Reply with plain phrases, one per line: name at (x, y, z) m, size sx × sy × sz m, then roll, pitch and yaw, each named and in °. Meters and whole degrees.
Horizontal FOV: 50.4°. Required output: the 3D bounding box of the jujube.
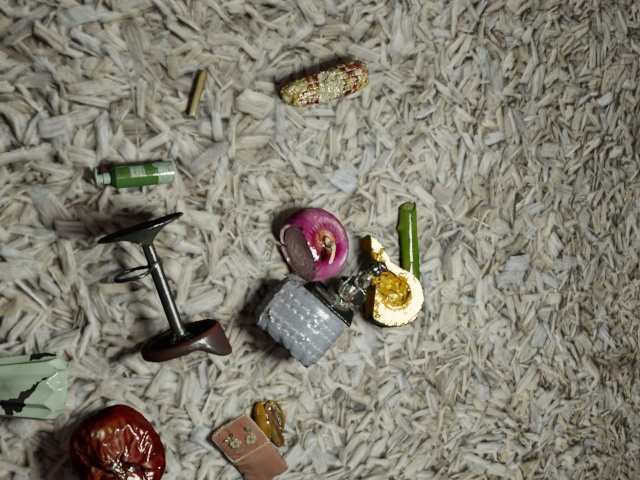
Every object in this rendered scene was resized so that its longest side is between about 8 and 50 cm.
jujube at (-0.508, 0.536, 1.705) m, size 0.213 × 0.213 × 0.232 m, roll -29°, pitch 99°, yaw -24°

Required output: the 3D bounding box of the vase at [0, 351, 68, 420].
vase at (-0.784, 0.340, 1.587) m, size 0.360 × 0.165 × 0.165 m, roll 5°, pitch 88°, yaw -23°

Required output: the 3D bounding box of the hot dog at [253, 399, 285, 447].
hot dog at (-0.144, 0.529, 1.963) m, size 0.090 × 0.060 × 0.140 m, roll -8°, pitch 99°, yaw -22°

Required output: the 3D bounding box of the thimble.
thimble at (-0.064, 0.231, 1.917) m, size 0.172 × 0.205 × 0.236 m, roll -47°, pitch 112°, yaw -12°

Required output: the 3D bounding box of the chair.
chair at (-0.391, 0.147, 1.742) m, size 0.227 × 0.226 × 0.401 m, roll -24°, pitch 102°, yaw -25°

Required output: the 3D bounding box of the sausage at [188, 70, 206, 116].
sausage at (-0.338, -0.405, 1.869) m, size 0.024 × 0.024 × 0.132 m, roll 16°, pitch 84°, yaw -26°

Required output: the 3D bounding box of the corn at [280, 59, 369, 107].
corn at (0.016, -0.461, 2.011) m, size 0.290 × 0.098 × 0.098 m, roll -23°, pitch 101°, yaw -25°

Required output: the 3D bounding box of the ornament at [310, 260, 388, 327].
ornament at (0.100, 0.116, 1.968) m, size 0.153 × 0.166 × 0.196 m, roll 45°, pitch 100°, yaw -3°

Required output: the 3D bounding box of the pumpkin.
pumpkin at (0.178, 0.141, 2.072) m, size 0.280 × 0.139 × 0.190 m, roll 45°, pitch 83°, yaw -6°

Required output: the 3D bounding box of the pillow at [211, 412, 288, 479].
pillow at (-0.198, 0.596, 1.929) m, size 0.126 × 0.043 × 0.232 m, roll -34°, pitch 109°, yaw 3°

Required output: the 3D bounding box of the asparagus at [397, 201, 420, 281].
asparagus at (0.284, 0.014, 2.175) m, size 0.067 × 0.060 × 0.277 m, roll -5°, pitch 93°, yaw -16°

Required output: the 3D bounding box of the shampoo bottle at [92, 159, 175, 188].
shampoo bottle at (-0.488, -0.172, 1.777) m, size 0.205 × 0.065 × 0.065 m, roll -9°, pitch 95°, yaw -27°

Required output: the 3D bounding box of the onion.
onion at (-0.007, 0.004, 1.971) m, size 0.200 × 0.200 × 0.207 m, roll -39°, pitch 76°, yaw -21°
